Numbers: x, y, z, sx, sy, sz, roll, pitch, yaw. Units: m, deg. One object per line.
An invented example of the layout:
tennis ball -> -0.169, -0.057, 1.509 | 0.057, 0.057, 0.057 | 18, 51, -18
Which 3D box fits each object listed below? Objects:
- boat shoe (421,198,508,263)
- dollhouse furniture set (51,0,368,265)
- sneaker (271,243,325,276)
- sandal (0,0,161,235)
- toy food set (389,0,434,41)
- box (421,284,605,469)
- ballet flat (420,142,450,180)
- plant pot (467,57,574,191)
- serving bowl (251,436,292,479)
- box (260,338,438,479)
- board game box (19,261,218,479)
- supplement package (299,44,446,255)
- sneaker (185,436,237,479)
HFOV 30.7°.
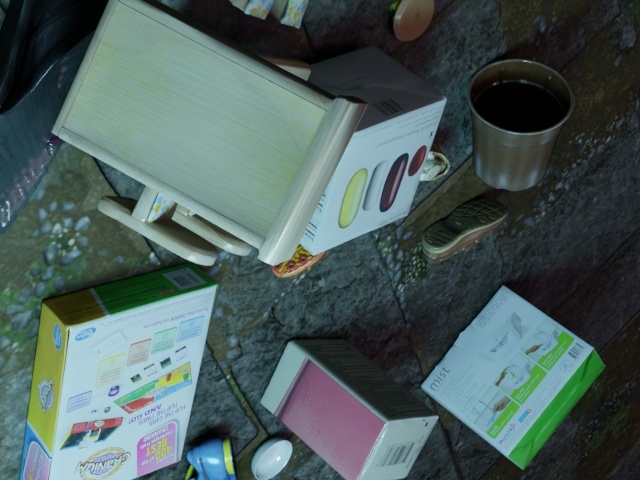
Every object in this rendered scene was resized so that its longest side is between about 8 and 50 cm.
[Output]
boat shoe -> 0.247, -0.016, 2.018 | 0.178, 0.064, 0.060 | -28, 143, -23
dollhouse furniture set -> -0.064, -0.131, 1.264 | 0.362, 0.257, 0.394 | -63, 169, 12
sneaker -> 0.000, 0.000, 1.739 | 0.175, 0.064, 0.067 | -40, 153, -15
sandal -> -0.270, -0.170, 1.233 | 0.168, 0.107, 0.445 | 21, 102, -55
toy food set -> 0.131, -0.322, 1.649 | 0.083, 0.020, 0.082 | -34, 140, -26
box -> 0.368, 0.261, 2.243 | 0.262, 0.231, 0.127 | -51, 146, -4
ballet flat -> 0.124, -0.113, 1.779 | 0.206, 0.067, 0.073 | -16, 132, -41
plant pot -> 0.313, -0.178, 1.879 | 0.167, 0.167, 0.165 | -36, 150, -24
serving bowl -> -0.088, 0.366, 1.978 | 0.083, 0.027, 0.083 | -29, 138, -31
box -> 0.045, 0.271, 1.871 | 0.149, 0.232, 0.126 | 5, 116, -51
board game box -> -0.276, 0.200, 1.582 | 0.242, 0.064, 0.316 | -15, 130, -43
supplement package -> 0.032, -0.123, 1.570 | 0.194, 0.149, 0.203 | -24, 143, -38
sneaker -> -0.173, 0.379, 1.871 | 0.082, 0.069, 0.209 | -9, 144, -4
